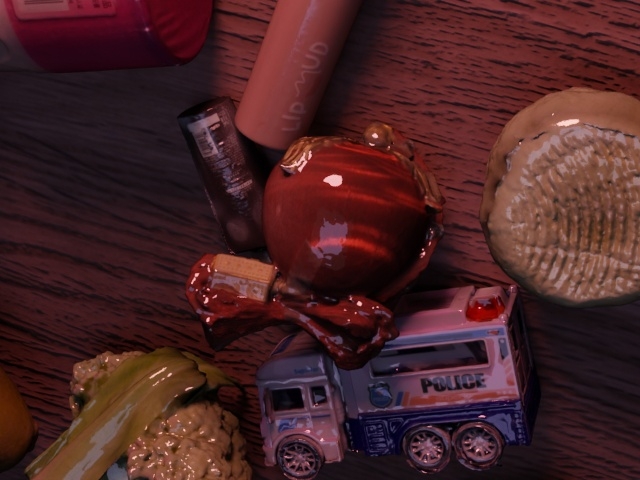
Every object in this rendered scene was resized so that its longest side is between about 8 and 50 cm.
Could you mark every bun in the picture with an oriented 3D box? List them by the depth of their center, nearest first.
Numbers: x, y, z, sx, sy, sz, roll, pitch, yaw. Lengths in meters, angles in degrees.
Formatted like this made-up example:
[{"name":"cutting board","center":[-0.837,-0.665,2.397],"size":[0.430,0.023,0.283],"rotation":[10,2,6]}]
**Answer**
[{"name":"bun","center":[0.230,-0.042,1.035],"size":[0.195,0.118,0.195],"rotation":[6,120,9]}]

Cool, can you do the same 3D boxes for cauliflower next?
[{"name":"cauliflower","center":[-0.202,0.239,1.213],"size":[0.315,0.239,0.256],"rotation":[-26,75,-15]}]

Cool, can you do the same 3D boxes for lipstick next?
[{"name":"lipstick","center":[-0.003,-0.203,1.054],"size":[0.070,0.070,0.254],"rotation":[26,119,4]}]

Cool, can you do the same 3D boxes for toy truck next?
[{"name":"toy truck","center":[0.068,0.133,1.162],"size":[0.268,0.124,0.155],"rotation":[-8,104,17]}]

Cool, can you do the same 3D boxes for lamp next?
[{"name":"lamp","center":[0.001,-0.007,1.067],"size":[0.215,0.223,0.151],"rotation":[13,152,2]}]

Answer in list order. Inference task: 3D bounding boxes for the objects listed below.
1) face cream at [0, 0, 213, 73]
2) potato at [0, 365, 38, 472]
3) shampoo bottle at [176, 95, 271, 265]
[{"name":"face cream","center":[-0.210,-0.234,1.041],"size":[0.194,0.175,0.175],"rotation":[1,114,16]},{"name":"potato","center":[-0.466,0.146,1.277],"size":[0.351,0.202,0.218],"rotation":[31,131,-8]},{"name":"shampoo bottle","center":[-0.072,-0.035,1.156],"size":[0.057,0.063,0.208],"rotation":[-12,111,33]}]
